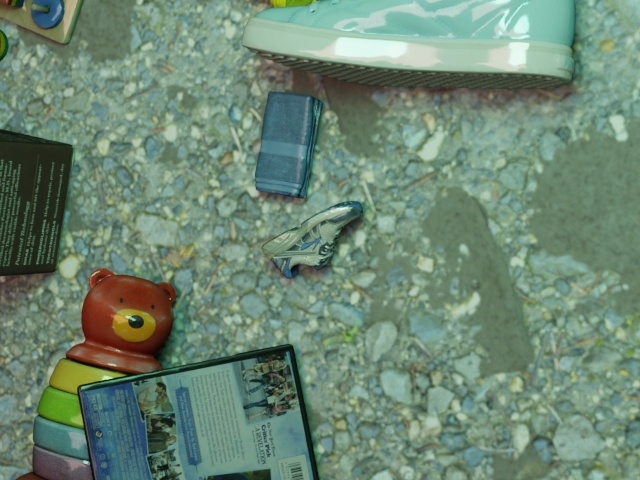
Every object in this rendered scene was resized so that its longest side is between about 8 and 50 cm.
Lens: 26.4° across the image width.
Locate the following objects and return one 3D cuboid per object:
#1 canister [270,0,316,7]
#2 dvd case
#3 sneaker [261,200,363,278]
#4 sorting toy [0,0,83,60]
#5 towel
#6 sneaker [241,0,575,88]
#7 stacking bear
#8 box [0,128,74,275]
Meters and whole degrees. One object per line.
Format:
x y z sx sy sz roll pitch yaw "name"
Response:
-0.069 -0.349 1.553 0.170 0.073 0.126 33 104 22 "canister"
-0.136 0.228 1.546 0.253 0.022 0.180 -10 86 -14 "dvd case"
0.000 0.000 1.549 0.135 0.052 0.058 -30 89 30 "sneaker"
-0.354 -0.339 1.700 0.132 0.046 0.274 25 101 22 "sorting toy"
-0.038 -0.111 1.569 0.067 0.029 0.119 11 97 24 "towel"
0.096 -0.246 1.459 0.366 0.135 0.150 6 86 16 "sneaker"
-0.251 0.181 1.610 0.175 0.164 0.289 15 86 -12 "stacking bear"
-0.434 -0.053 1.659 0.168 0.203 0.167 13 98 25 "box"
